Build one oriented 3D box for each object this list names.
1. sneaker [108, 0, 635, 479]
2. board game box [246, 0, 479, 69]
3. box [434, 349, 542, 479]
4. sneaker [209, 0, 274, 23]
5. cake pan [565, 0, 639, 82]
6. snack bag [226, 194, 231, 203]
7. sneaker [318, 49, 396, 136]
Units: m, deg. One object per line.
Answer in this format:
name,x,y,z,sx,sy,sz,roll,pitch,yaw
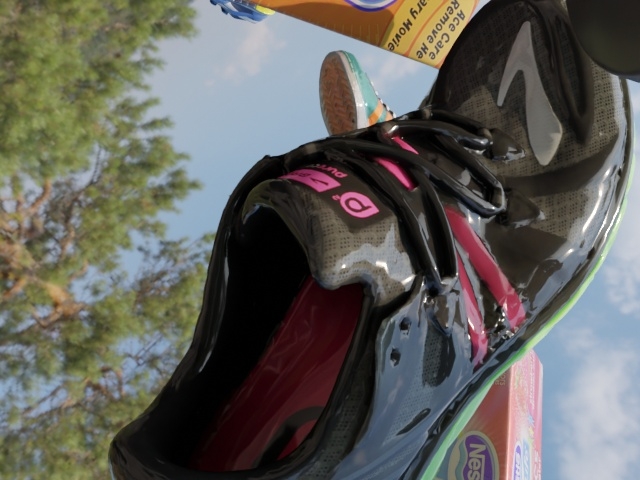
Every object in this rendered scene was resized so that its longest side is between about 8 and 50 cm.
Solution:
sneaker,0.057,0.002,0.421,0.185,0.202,0.482,20,-111,36
board game box,-0.019,-0.426,0.571,0.356,0.357,0.356,-64,-150,29
box,0.127,0.234,0.633,0.142,0.154,0.299,-4,-121,28
sneaker,-0.145,-0.384,1.035,0.059,0.144,0.053,-16,-121,58
cake pan,0.174,-0.193,0.267,0.054,0.293,0.293,4,-149,-2
snack bag,0.000,0.000,1.437,0.343,0.323,0.037,18,-98,19
sneaker,0.092,-0.197,1.171,0.121,0.302,0.108,-27,-163,-30
